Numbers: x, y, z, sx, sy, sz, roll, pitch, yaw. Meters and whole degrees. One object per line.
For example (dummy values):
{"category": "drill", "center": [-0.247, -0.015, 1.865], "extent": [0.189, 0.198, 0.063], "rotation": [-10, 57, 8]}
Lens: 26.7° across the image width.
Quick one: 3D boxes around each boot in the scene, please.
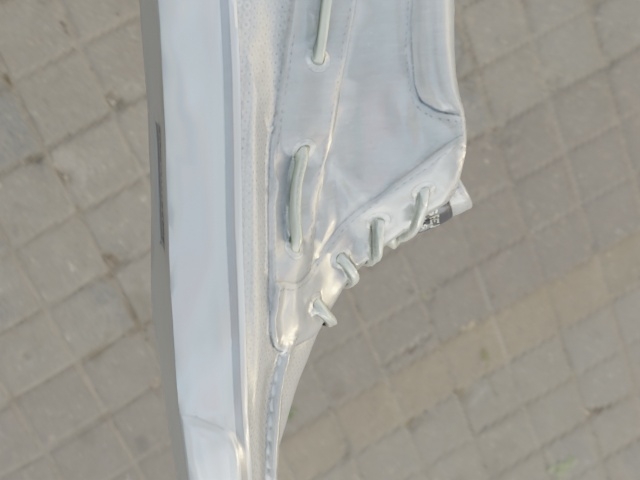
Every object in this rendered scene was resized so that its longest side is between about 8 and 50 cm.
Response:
{"category": "boot", "center": [0.000, 0.000, 0.511], "extent": [0.123, 0.095, 0.258], "rotation": [-4, 110, -12]}
